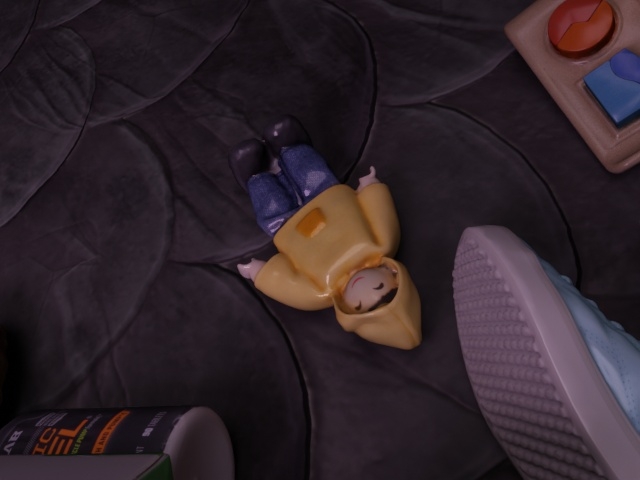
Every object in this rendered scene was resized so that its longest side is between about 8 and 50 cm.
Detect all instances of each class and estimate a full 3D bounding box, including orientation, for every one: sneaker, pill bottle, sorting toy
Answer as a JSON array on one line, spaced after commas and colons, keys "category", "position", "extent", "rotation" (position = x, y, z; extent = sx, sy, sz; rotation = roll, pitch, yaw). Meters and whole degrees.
[{"category": "sneaker", "position": [0.226, 0.128, 0.448], "extent": [0.150, 0.135, 0.366], "rotation": [-8, 51, -17]}, {"category": "pill bottle", "position": [-0.213, 0.219, 0.540], "extent": [0.245, 0.130, 0.130], "rotation": [-7, 61, 18]}, {"category": "sorting toy", "position": [0.354, -0.234, 0.561], "extent": [0.307, 0.041, 0.229], "rotation": [-35, 60, 22]}]

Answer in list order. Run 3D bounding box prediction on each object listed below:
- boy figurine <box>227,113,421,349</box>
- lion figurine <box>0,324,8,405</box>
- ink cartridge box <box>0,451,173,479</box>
[{"category": "boy figurine", "position": [0.000, 0.000, 0.604], "extent": [0.177, 0.092, 0.285], "rotation": [-32, 53, -1]}, {"category": "lion figurine", "position": [-0.391, 0.198, 0.540], "extent": [0.240, 0.142, 0.392], "rotation": [-63, 23, -4]}, {"category": "ink cartridge box", "position": [-0.199, 0.309, 0.412], "extent": [0.211, 0.121, 0.289], "rotation": [-8, 93, 18]}]
